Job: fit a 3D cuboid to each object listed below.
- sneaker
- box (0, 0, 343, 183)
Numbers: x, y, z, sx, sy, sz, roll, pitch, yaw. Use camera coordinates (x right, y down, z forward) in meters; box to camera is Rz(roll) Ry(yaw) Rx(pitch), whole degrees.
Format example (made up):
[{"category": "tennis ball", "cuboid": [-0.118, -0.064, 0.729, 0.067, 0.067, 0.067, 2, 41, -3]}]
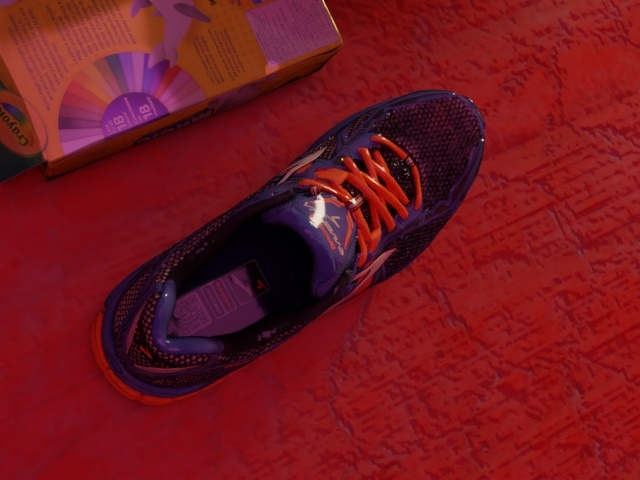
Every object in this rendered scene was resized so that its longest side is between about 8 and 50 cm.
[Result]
[{"category": "sneaker", "cuboid": [0.000, 0.000, 0.390, 0.221, 0.087, 0.083, -39, 95, -19]}, {"category": "box", "cuboid": [-0.090, -0.101, 0.402, 0.179, 0.043, 0.105, -26, 90, -22]}]
